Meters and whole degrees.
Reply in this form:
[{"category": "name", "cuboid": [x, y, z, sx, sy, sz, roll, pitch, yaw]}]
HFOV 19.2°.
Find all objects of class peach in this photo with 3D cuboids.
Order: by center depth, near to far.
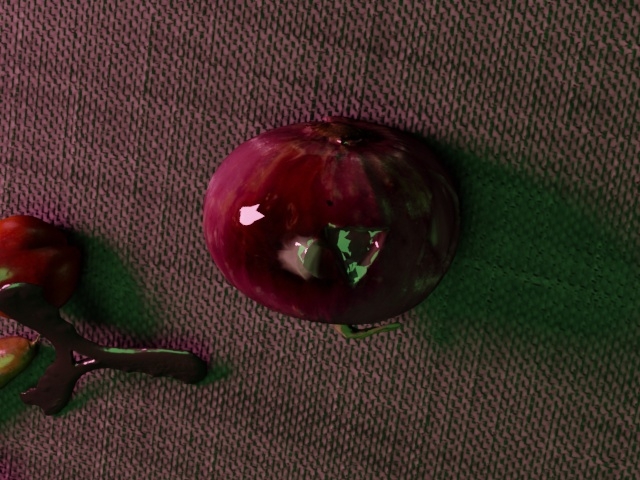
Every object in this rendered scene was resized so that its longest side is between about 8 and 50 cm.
[{"category": "peach", "cuboid": [-0.271, 0.027, 1.715, 0.101, 0.101, 0.100, 7, 110, 19]}]

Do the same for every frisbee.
[{"category": "frisbee", "cuboid": [-0.222, 0.117, 1.742, 0.211, 0.012, 0.187, 21, 139, -17]}]

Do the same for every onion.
[{"category": "onion", "cuboid": [0.003, -0.013, 1.558, 0.207, 0.200, 0.200, 39, 117, 11]}]

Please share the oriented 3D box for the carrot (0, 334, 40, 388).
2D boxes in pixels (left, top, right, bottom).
[{"category": "carrot", "cuboid": [-0.372, 0.149, 1.815, 0.298, 0.078, 0.078, -26, 97, 22]}]
